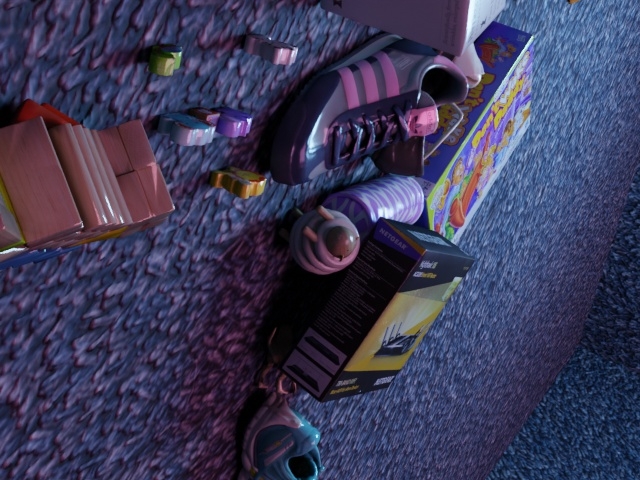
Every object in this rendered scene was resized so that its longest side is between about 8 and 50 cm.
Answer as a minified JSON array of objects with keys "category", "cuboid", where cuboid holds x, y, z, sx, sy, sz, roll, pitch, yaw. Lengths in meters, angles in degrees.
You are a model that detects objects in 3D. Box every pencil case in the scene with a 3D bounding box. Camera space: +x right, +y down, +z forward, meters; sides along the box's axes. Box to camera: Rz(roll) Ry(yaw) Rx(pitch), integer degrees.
[{"category":"pencil case","cuboid":[0.073,-0.038,1.483,0.206,0.086,0.088,-23,121,-58]}]

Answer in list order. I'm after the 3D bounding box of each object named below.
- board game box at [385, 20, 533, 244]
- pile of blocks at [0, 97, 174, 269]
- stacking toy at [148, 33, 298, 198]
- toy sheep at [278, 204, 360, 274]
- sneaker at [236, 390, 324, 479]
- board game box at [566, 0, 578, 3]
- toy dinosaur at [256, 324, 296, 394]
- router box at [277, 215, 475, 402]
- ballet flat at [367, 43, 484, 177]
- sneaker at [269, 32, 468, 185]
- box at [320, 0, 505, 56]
[{"category":"board game box","cuboid":[0.227,-0.145,1.730,0.347,0.078,0.233,-56,156,-22]},{"category":"pile of blocks","cuboid":[-0.237,-0.043,0.807,0.112,0.149,0.362,69,17,2]},{"category":"stacking toy","cuboid":[-0.108,-0.110,1.056,0.221,0.052,0.167,-23,133,-58]},{"category":"toy sheep","cuboid":[0.000,0.000,1.344,0.091,0.132,0.091,-1,92,-28]},{"category":"sneaker","cuboid":[-0.054,0.332,1.543,0.107,0.110,0.275,-46,156,-33]},{"category":"board game box","cuboid":[0.267,-0.476,1.279,0.064,0.242,0.316,-25,148,-8]},{"category":"toy dinosaur","cuboid":[-0.057,0.159,1.469,0.183,0.053,0.092,27,73,-68]},{"category":"router box","cuboid":[0.089,0.097,1.506,0.243,0.081,0.309,-57,161,9]},{"category":"ballet flat","cuboid":[0.162,-0.212,1.490,0.280,0.096,0.095,-64,-179,0]},{"category":"sneaker","cuboid":[0.066,-0.153,1.292,0.319,0.131,0.112,-45,151,-40]},{"category":"box","cuboid":[0.103,-0.320,1.139,0.119,0.182,0.181,-49,153,-36]}]
